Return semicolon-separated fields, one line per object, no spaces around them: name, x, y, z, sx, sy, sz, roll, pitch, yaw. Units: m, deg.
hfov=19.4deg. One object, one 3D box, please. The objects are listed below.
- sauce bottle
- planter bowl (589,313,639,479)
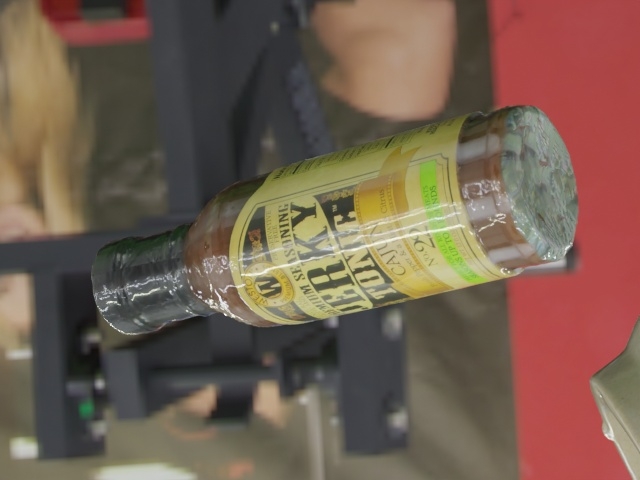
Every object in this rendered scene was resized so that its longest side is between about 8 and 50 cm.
sauce bottle;0.000;0.000;1.260;0.344;0.111;0.111;-16;171;31
planter bowl;0.147;0.057;0.545;0.109;0.162;0.162;-28;177;0
